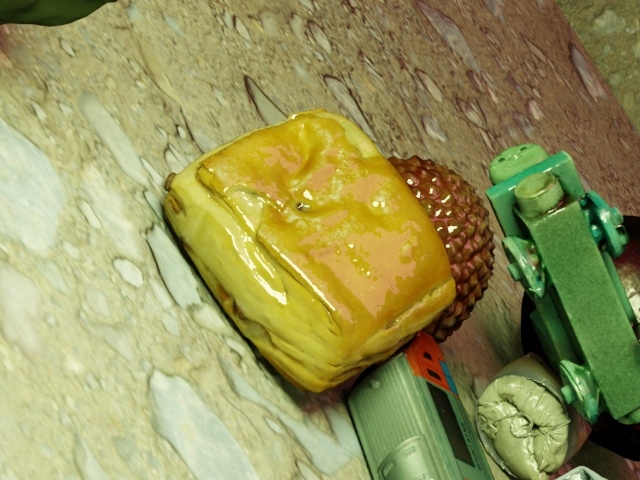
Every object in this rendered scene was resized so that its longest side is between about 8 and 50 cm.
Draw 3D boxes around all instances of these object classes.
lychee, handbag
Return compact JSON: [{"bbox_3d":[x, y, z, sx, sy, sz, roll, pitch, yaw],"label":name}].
[{"bbox_3d":[0.086,0.016,1.895,0.188,0.188,0.188,44,20,-21],"label":"lychee"},{"bbox_3d":[0.221,0.182,2.039,0.117,0.095,0.173,50,16,5],"label":"handbag"}]

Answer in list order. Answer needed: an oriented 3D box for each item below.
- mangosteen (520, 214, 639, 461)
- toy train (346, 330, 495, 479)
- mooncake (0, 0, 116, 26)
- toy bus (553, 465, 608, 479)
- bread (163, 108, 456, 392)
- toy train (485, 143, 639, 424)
[{"bbox_3d":[0.378,0.104,2.240,0.297,0.293,0.297,-13,90,-69],"label":"mangosteen"},{"bbox_3d":[0.105,0.233,1.684,0.089,0.086,0.409,32,27,-41],"label":"toy train"},{"bbox_3d":[-0.242,-0.337,1.508,0.356,0.356,0.194,58,19,18],"label":"mooncake"},{"bbox_3d":[0.282,0.355,1.750,0.330,0.109,0.136,60,-2,-28],"label":"toy bus"},{"bbox_3d":[0.000,0.000,1.721,0.210,0.099,0.235,-28,76,-39],"label":"bread"},{"bbox_3d":[0.249,0.042,1.966,0.298,0.120,0.194,64,-2,-28],"label":"toy train"}]
